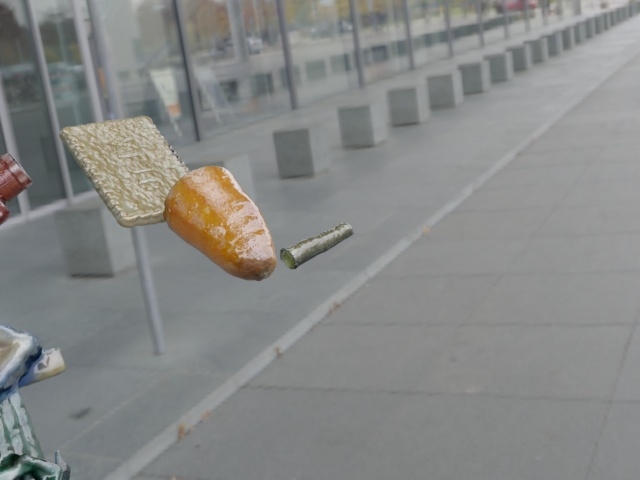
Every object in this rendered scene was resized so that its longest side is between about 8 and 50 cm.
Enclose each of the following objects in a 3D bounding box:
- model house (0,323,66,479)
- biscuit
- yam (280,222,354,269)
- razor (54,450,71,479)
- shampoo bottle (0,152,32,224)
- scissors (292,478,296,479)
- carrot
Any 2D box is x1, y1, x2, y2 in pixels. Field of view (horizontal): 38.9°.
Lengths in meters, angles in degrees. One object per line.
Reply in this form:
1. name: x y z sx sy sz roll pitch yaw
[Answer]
1. model house: -0.545 0.286 1.299 0.399 0.446 0.395 -15 -8 -21
2. biscuit: -0.378 -0.144 1.853 0.217 0.044 0.325 -16 49 -34
3. yam: 0.000 0.000 1.184 0.129 0.033 0.027 -30 -12 -44
4. razor: -0.561 0.530 1.980 0.033 0.190 0.066 -2 53 -15
5. shampoo bottle: -0.555 -0.029 1.362 0.260 0.102 0.064 -39 3 -9
6. scissors: -0.054 0.583 1.602 0.029 0.361 0.191 15 19 31
7. carrot: -0.168 -0.009 1.664 0.159 0.159 0.225 -18 52 -35
